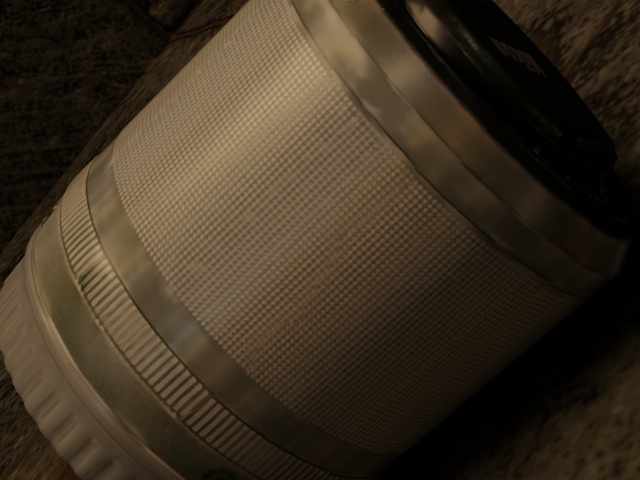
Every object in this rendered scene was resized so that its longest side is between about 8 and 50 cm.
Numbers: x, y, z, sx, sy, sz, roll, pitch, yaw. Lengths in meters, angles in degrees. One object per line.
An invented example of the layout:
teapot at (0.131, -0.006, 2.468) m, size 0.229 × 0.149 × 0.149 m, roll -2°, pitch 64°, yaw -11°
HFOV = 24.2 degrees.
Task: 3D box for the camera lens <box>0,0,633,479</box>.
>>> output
camera lens at (0.000, 0.000, 0.753) m, size 0.274 × 0.219 × 0.219 m, roll -43°, pitch 19°, yaw 18°
